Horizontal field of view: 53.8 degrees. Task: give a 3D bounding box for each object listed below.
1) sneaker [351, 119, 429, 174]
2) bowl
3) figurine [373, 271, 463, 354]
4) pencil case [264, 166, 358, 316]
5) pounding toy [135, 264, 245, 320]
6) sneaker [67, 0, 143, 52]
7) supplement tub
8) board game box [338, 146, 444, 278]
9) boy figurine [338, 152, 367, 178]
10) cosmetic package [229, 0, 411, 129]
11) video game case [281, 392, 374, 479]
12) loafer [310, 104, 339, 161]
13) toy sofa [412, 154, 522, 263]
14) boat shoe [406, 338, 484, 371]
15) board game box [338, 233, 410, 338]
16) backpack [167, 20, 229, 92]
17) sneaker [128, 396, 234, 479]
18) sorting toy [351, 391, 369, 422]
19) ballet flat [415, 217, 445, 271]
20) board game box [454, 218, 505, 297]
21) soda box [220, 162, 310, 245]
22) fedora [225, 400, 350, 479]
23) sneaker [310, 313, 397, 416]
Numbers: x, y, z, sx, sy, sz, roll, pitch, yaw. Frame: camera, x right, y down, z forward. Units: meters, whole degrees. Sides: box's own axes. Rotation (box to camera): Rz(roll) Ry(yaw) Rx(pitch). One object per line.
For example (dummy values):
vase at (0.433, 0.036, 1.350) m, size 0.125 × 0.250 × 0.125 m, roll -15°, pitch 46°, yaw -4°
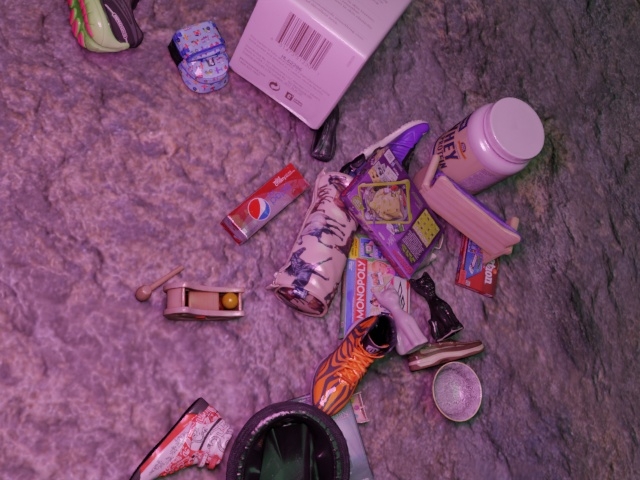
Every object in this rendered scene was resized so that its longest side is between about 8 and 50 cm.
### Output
sneaker at (0.248, -0.270, 2.016) m, size 0.293 × 0.102 × 0.146 m, roll -32°, pitch 89°, yaw -20°
bowl at (0.386, 0.449, 1.874) m, size 0.170 × 0.080 × 0.170 m, roll 6°, pitch 73°, yaw -22°
figurine at (0.279, 0.206, 1.846) m, size 0.215 × 0.092 × 0.209 m, roll -15°, pitch 66°, yaw -26°
pencil case at (0.000, 0.000, 1.795) m, size 0.183 × 0.160 × 0.410 m, roll 32°, pitch 65°, yaw -27°
pounding toy at (-0.329, 0.124, 1.622) m, size 0.270 × 0.154 × 0.154 m, roll 3°, pitch 74°, yaw -23°
sneaker at (-0.608, -0.741, 1.767) m, size 0.202 × 0.185 × 0.482 m, roll -4°, pitch 79°, yaw -42°
supplement tub at (0.524, -0.292, 2.009) m, size 0.235 × 0.325 × 0.235 m, roll 7°, pitch 72°, yaw -21°
board game box at (0.216, -0.077, 1.840) m, size 0.208 × 0.056 × 0.347 m, roll -53°, pitch 121°, yaw -24°
boy figurine at (0.184, -0.130, 1.922) m, size 0.285 × 0.177 × 0.092 m, roll 48°, pitch 23°, yaw -13°
cosmetic package at (0.006, -0.612, 1.830) m, size 0.329 × 0.327 × 0.393 m, roll 36°, pitch 52°, yaw -4°
video game case at (0.015, 0.546, 1.703) m, size 0.196 × 0.026 × 0.274 m, roll -14°, pitch 82°, yaw -16°
loafer at (0.009, -0.353, 1.946) m, size 0.078 × 0.076 × 0.223 m, roll 13°, pitch 74°, yaw -29°
toy sofa at (0.460, -0.106, 1.963) m, size 0.362 × 0.177 × 0.150 m, roll 36°, pitch 51°, yaw -12°
boat shoe at (0.376, 0.321, 1.902) m, size 0.257 × 0.095 × 0.095 m, roll -8°, pitch 73°, yaw -24°
board game box at (0.165, 0.147, 1.887) m, size 0.214 × 0.046 × 0.317 m, roll 10°, pitch 71°, yaw -21°
backpack at (-0.340, -0.524, 1.828) m, size 0.158 × 0.117 × 0.173 m, roll -23°, pitch 88°, yaw -26°
sneaker at (-0.331, 0.531, 1.540) m, size 0.145 × 0.090 × 0.270 m, roll 44°, pitch 61°, yaw -3°
sorting toy at (0.087, 0.473, 1.764) m, size 0.075 × 0.045 × 0.083 m, roll -12°, pitch 81°, yaw -18°
ballet flat at (0.344, 0.024, 1.985) m, size 0.068 × 0.072 × 0.213 m, roll 33°, pitch 65°, yaw -16°
board game box at (0.530, 0.035, 2.085) m, size 0.145 × 0.027 × 0.281 m, roll 21°, pitch 68°, yaw -18°
soda box at (-0.157, -0.105, 1.801) m, size 0.263 × 0.083 × 0.092 m, roll -43°, pitch 95°, yaw -28°
fedora at (-0.085, 0.573, 1.583) m, size 0.334 × 0.152 × 0.334 m, roll 2°, pitch 78°, yaw -8°
sneaker at (0.091, 0.316, 1.674) m, size 0.125 × 0.180 × 0.321 m, roll 35°, pitch 63°, yaw -6°
